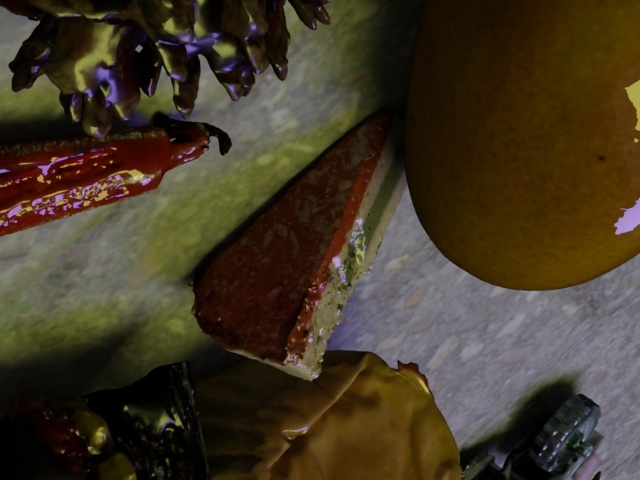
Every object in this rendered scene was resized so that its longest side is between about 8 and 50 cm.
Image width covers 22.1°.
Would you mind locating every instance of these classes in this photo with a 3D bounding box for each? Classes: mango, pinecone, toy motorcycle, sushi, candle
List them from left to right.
[{"bbox_3d":[-0.188,-0.043,1.061,0.301,0.059,0.084,-15,149,-31],"label":"candle"},{"bbox_3d":[-0.196,0.186,1.226,0.172,0.153,0.150,-13,176,27],"label":"sushi"},{"bbox_3d":[-0.095,-0.159,0.918,0.204,0.179,0.184,-17,121,-2],"label":"pinecone"},{"bbox_3d":[0.193,0.310,1.765,0.327,0.143,0.188,-49,156,-11],"label":"toy motorcycle"},{"bbox_3d":[0.168,-0.105,1.153,0.221,0.264,0.378,0,151,-20],"label":"mango"}]

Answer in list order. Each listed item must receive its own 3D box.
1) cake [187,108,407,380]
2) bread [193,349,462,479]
[{"bbox_3d":[-0.018,-0.003,1.282,0.220,0.116,0.086,-68,152,-15],"label":"cake"},{"bbox_3d":[-0.012,0.211,1.340,0.274,0.274,0.149,-15,168,-31],"label":"bread"}]
